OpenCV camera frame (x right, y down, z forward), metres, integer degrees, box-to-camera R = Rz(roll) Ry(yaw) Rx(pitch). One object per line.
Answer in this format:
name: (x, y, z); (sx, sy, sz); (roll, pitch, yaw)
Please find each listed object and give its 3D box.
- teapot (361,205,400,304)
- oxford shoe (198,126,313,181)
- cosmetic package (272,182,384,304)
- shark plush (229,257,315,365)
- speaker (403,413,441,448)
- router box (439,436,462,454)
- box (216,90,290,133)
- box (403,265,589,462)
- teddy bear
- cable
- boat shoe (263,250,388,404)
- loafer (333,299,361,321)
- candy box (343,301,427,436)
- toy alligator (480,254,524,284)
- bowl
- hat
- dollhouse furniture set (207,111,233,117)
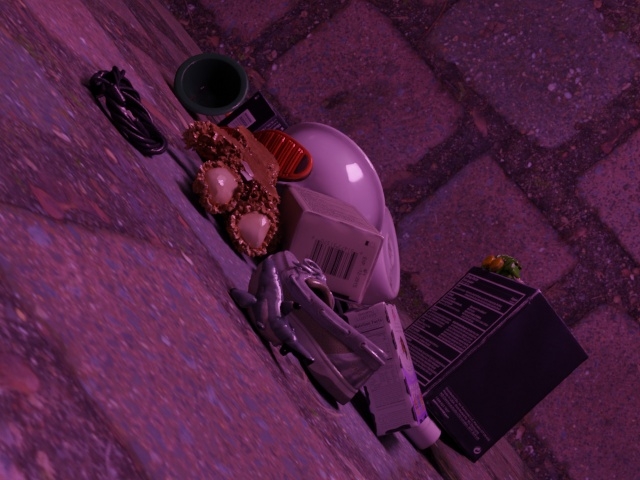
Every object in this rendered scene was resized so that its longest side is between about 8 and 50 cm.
teapot: (0.072, 0.036, 2.340); (0.252, 0.187, 0.256); (-66, 146, -64)
oxford shoe: (-0.111, -0.152, 1.970); (0.271, 0.097, 0.098); (18, -23, 38)
cosmetic package: (0.000, 0.000, 1.815); (0.153, 0.129, 0.296); (18, 9, -10)
shark plush: (-0.057, 0.095, 1.329); (0.073, 0.067, 0.161); (47, 7, -44)
speaker: (0.150, 0.299, 1.785); (0.136, 0.055, 0.055); (49, 5, -16)
router box: (0.327, 0.396, 2.228); (0.046, 0.133, 0.179); (53, 6, 31)
box: (-0.149, -0.237, 2.389); (0.093, 0.156, 0.158); (55, 6, 32)
box: (0.294, 0.224, 1.946); (0.183, 0.294, 0.296); (50, -6, -15)
teddy bear: (-0.146, -0.082, 1.720); (0.245, 0.113, 0.338); (42, 17, -30)
cable: (-0.279, -0.195, 1.548); (0.150, 0.047, 0.184); (51, 4, -6)
boat shoe: (0.001, 0.110, 1.531); (0.118, 0.103, 0.320); (48, 6, -35)
loafer: (0.048, 0.151, 1.801); (0.076, 0.078, 0.223); (46, 7, -45)
candy box: (0.105, 0.201, 1.629); (0.165, 0.070, 0.196); (27, 47, -78)
toy alligator: (0.369, 0.056, 2.006); (0.056, 0.051, 0.190); (47, -6, -15)
bowl: (-0.027, -0.075, 2.049); (0.298, 0.298, 0.134); (51, 46, 3)
hat: (-0.261, -0.328, 2.433); (0.183, 0.173, 0.208); (105, -7, -59)
dollhouse furniture set: (-0.173, -0.254, 2.691); (0.262, 0.135, 0.259); (51, 16, -6)
